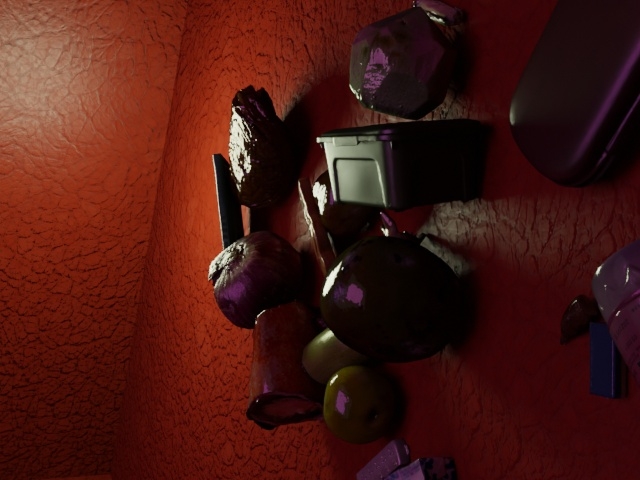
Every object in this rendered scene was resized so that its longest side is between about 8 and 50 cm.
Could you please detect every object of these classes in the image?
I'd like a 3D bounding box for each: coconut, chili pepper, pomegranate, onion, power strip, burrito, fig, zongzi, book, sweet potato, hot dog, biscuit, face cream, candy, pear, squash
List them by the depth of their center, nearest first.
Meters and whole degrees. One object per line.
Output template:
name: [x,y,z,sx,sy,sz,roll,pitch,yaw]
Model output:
face cream: [0.491,0.109,1.205,0.175,0.175,0.194,-59,39,43]
power strip: [0.463,0.193,1.405,0.056,0.032,0.123,-4,84,63]
sweet potato: [0.429,0.140,1.474,0.117,0.049,0.049,106,152,-45]
pomegranate: [0.164,0.093,1.791,0.323,0.291,0.291,-57,20,-19]
candy: [0.205,0.505,1.815,0.160,0.092,0.073,-48,44,49]
coconut: [0.178,-0.375,1.833,0.236,0.205,0.235,-2,87,47]
burrito: [0.255,-0.495,1.892,0.045,0.041,0.185,-39,36,-1]
pear: [0.082,0.368,2.010,0.216,0.166,0.180,-142,43,-71]
power strip: [0.135,0.534,2.016,0.252,0.027,0.060,-56,40,45]
fig: [0.091,-0.123,2.082,0.274,0.146,0.170,-35,57,41]
squash: [0.063,0.253,2.088,0.247,0.133,0.132,-43,50,51]
biscuit: [0.000,0.000,2.223,0.202,0.047,0.333,72,179,-56]
zongzi: [0.029,0.223,2.255,0.073,0.067,0.083,-10,96,51]
chili pepper: [-0.099,0.317,2.273,0.229,0.251,0.305,-22,61,22]
onion: [-0.162,0.117,2.411,0.256,0.273,0.230,-60,28,20]
hot dog: [-0.177,-0.274,2.553,0.387,0.174,0.267,98,153,-45]
book: [-0.274,-0.059,2.716,0.264,0.031,0.379,54,-151,-77]

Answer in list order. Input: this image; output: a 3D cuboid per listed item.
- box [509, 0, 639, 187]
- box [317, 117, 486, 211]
box: [0.450,-0.283,1.402,0.403,0.108,0.263,-67,33,34]
box: [0.164,-0.158,1.812,0.329,0.253,0.177,8,104,64]
